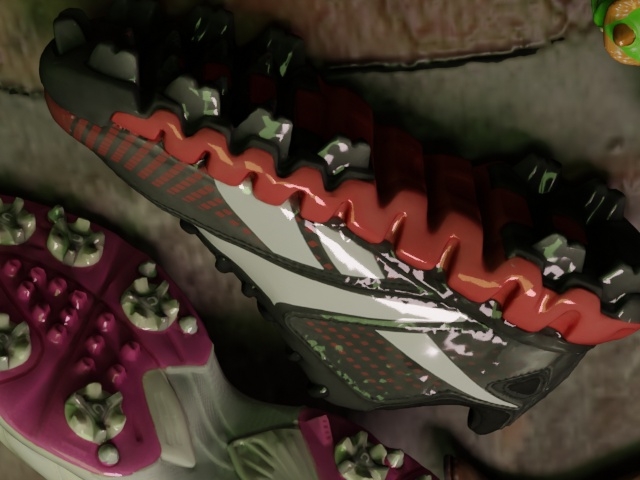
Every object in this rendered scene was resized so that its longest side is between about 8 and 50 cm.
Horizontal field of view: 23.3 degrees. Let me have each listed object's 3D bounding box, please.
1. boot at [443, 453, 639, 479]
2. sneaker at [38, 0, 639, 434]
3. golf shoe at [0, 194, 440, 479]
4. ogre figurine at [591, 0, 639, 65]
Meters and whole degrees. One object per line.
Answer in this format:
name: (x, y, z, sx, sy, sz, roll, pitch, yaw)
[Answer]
boot: (0.129, 0.124, 0.763, 0.114, 0.037, 0.106, -20, 134, 22)
sneaker: (0.000, 0.000, 0.652, 0.276, 0.098, 0.135, 25, 121, -13)
golf shoe: (-0.080, 0.102, 0.706, 0.306, 0.115, 0.140, 38, 137, 2)
ogre figurine: (0.148, -0.098, 0.558, 0.096, 0.118, 0.197, 17, 124, -6)
